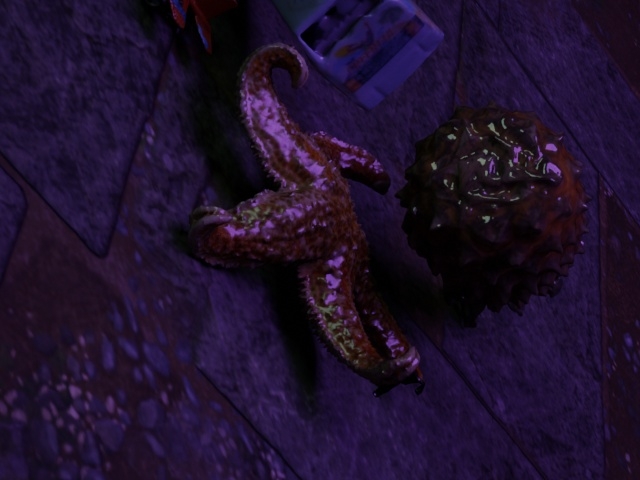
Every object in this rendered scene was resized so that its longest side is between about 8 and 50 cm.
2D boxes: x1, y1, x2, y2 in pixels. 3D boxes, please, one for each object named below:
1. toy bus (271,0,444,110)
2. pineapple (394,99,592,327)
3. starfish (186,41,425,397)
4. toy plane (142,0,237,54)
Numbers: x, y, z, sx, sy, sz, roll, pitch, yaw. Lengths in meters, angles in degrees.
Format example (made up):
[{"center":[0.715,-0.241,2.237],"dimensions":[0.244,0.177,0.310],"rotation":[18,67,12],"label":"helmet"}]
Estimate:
[{"center":[-0.016,-0.258,1.729],"dimensions":[0.136,0.109,0.329],"rotation":[32,19,-42],"label":"toy bus"},{"center":[0.172,-0.003,1.785],"dimensions":[0.361,0.175,0.175],"rotation":[50,23,-68],"label":"pineapple"},{"center":[0.002,0.000,1.621],"dimensions":[0.312,0.113,0.303],"rotation":[28,42,-57],"label":"starfish"},{"center":[-0.139,-0.247,1.631],"dimensions":[0.189,0.061,0.130],"rotation":[47,30,-24],"label":"toy plane"}]
